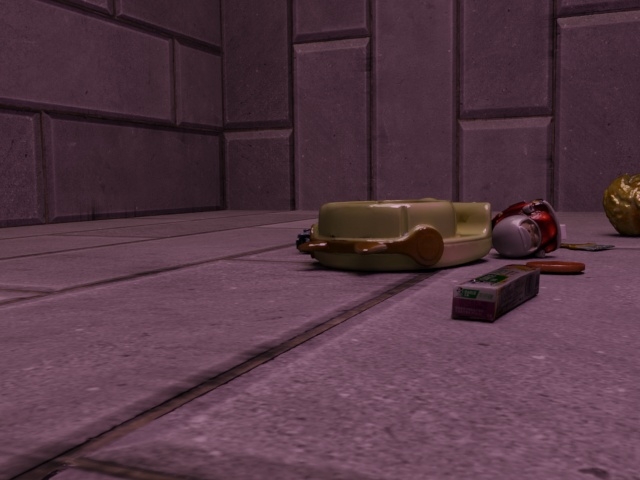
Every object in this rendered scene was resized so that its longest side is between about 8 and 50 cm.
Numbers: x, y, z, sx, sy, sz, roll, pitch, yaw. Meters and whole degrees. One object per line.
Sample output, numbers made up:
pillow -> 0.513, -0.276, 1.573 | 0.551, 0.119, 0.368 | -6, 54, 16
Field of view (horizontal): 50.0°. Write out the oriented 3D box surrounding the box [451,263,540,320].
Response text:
box -> 0.213, 0.058, 0.816 | 0.050, 0.041, 0.207 | 6, 8, 30

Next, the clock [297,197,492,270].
clock -> 0.125, -0.016, 1.248 | 0.286, 0.117, 0.348 | 3, 6, 39

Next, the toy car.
toy car -> 0.379, -0.011, 1.329 | 0.112, 0.112, 0.139 | -27, 11, -41

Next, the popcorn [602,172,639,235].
popcorn -> 0.847, -0.088, 1.800 | 0.198, 0.197, 0.212 | 2, -19, 31

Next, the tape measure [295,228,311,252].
tape measure -> 0.002, 0.000, 1.459 | 0.094, 0.054, 0.091 | -2, 10, 12

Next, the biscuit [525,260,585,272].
biscuit -> 0.381, 0.043, 1.112 | 0.091, 0.015, 0.078 | 2, 4, 24

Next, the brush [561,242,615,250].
brush -> 0.528, 0.009, 1.518 | 0.083, 0.010, 0.218 | -5, 6, -40

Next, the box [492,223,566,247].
box -> 0.455, -0.011, 1.522 | 0.155, 0.040, 0.084 | -10, 10, -15
